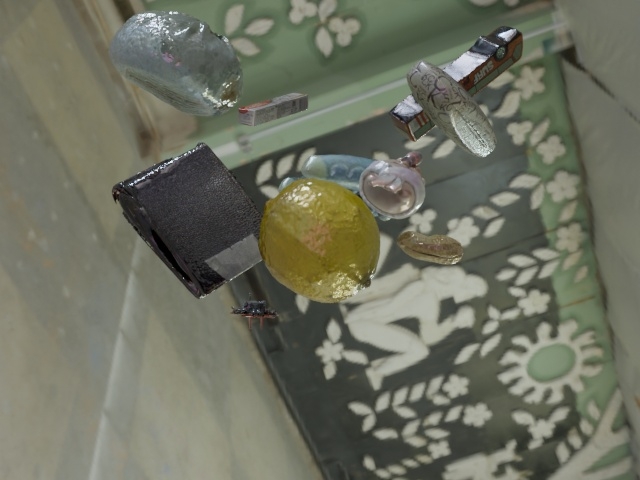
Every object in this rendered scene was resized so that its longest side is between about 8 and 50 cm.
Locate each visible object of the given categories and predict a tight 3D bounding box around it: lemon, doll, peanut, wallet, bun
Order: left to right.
[{"bbox_3d":[-0.352,-0.453,2.021,0.362,0.211,0.362,28,-2,1],"label":"bun"},{"bbox_3d":[-0.223,-0.040,1.472,0.262,0.071,0.221,49,47,7],"label":"wallet"},{"bbox_3d":[0.000,0.000,1.314,0.231,0.192,0.192,39,-6,19],"label":"lemon"},{"bbox_3d":[0.087,-0.066,0.887,0.073,0.084,0.127,36,2,8],"label":"doll"},{"bbox_3d":[0.283,0.016,2.065,0.080,0.174,0.080,12,90,-84],"label":"peanut"}]

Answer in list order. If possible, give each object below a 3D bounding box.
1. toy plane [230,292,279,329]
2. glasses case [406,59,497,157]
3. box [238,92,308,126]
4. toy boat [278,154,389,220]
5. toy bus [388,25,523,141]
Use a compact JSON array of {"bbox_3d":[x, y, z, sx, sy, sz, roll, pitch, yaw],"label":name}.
[{"bbox_3d":[-0.180,0.176,2.089,0.189,0.130,0.061,-133,-132,-68],"label":"toy plane"},{"bbox_3d":[0.263,-0.251,1.565,0.137,0.085,0.354,51,12,23],"label":"glasses case"},{"bbox_3d":[-0.112,-0.320,1.941,0.218,0.055,0.040,-28,126,-49],"label":"box"},{"bbox_3d":[0.068,-0.116,2.026,0.330,0.215,0.123,7,61,-33],"label":"toy boat"},{"bbox_3d":[0.357,-0.413,2.068,0.093,0.409,0.092,41,-16,45],"label":"toy bus"}]
